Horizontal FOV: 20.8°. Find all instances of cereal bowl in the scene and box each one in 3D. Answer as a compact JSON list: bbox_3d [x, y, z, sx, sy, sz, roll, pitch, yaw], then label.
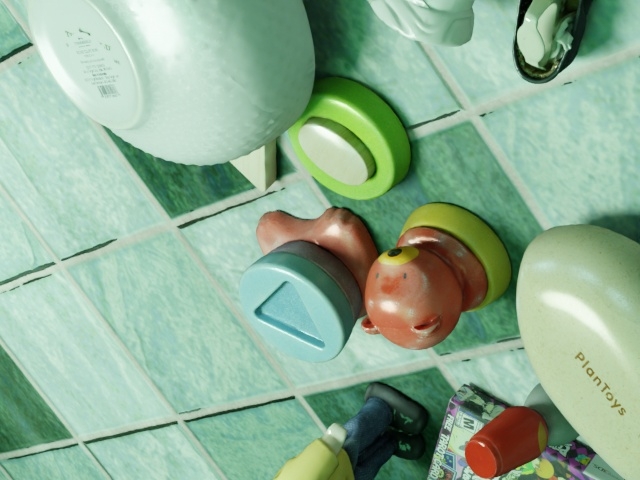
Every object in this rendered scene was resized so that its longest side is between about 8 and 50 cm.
[{"bbox_3d":[-0.172,-0.208,1.644,0.339,0.141,0.339,33,144,28],"label":"cereal bowl"}]

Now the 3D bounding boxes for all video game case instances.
[{"bbox_3d":[0.211,0.292,1.866,0.210,0.042,0.232,27,129,19],"label":"video game case"}]

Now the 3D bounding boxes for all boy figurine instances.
[{"bbox_3d":[0.004,0.271,1.872,0.092,0.285,0.177,26,137,22],"label":"boy figurine"}]

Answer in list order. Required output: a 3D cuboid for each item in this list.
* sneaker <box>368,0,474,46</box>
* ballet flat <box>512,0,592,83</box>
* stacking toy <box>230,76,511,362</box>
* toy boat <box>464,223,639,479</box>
[{"bbox_3d":[0.052,-0.262,1.490,0.232,0.090,0.115,33,118,24],"label":"sneaker"},{"bbox_3d":[0.190,-0.207,1.411,0.074,0.074,0.203,28,140,20],"label":"ballet flat"},{"bbox_3d":[0.000,0.000,1.738,0.309,0.130,0.279,-14,116,48],"label":"stacking toy"},{"bbox_3d":[0.259,0.124,1.621,0.267,0.148,0.318,57,141,11],"label":"toy boat"}]
